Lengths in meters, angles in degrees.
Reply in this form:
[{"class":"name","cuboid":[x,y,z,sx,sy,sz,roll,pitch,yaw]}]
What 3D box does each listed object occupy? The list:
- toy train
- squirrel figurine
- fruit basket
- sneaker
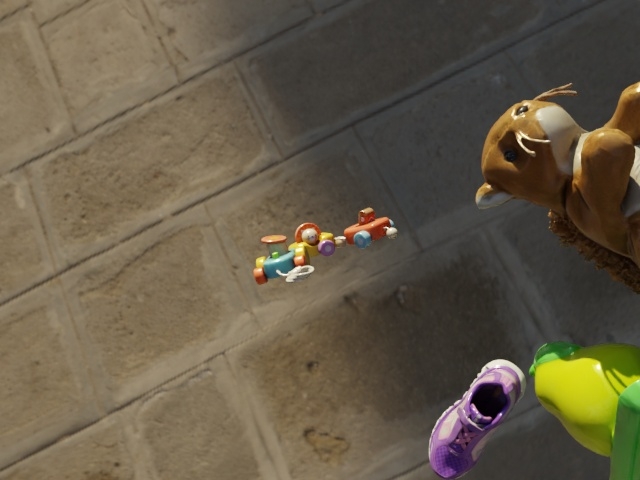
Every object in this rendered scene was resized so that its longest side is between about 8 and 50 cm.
[{"class":"toy train","cuboid":[0.000,0.000,0.791,0.125,0.166,0.046,-10,100,47]},{"class":"squirrel figurine","cuboid":[0.437,-0.062,1.101,0.370,0.397,0.281,15,66,28]},{"class":"fruit basket","cuboid":[0.516,0.262,1.072,0.283,0.392,0.392,-24,65,-5]},{"class":"sneaker","cuboid":[0.261,0.312,1.220,0.095,0.104,0.236,35,99,14]}]
